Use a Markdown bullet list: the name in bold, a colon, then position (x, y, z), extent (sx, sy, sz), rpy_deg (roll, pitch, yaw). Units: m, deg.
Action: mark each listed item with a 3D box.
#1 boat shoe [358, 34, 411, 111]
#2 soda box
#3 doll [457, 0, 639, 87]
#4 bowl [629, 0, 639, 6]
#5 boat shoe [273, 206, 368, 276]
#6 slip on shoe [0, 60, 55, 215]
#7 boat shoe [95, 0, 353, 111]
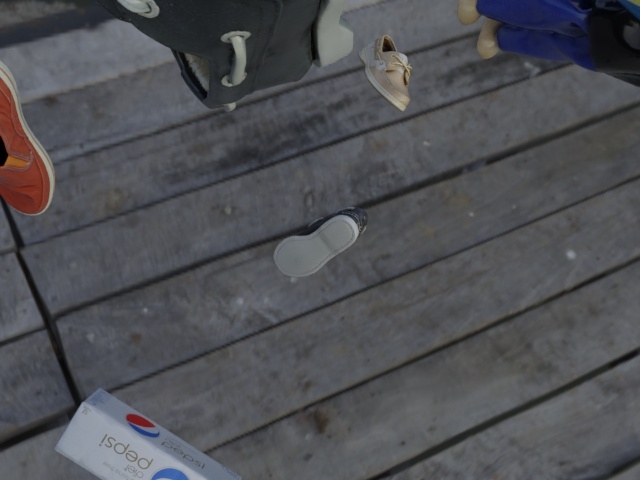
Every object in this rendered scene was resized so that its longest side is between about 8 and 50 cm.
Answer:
- **boat shoe**: position (0.102, -0.254, 1.297), extent (0.063, 0.059, 0.170), rpy_deg (32, 25, -36)
- **soda box**: position (-0.207, 0.273, 1.074), extent (0.216, 0.069, 0.074), rpy_deg (33, 96, 0)
- **doll**: position (0.169, -0.119, 0.497), extent (0.189, 0.129, 0.046), rpy_deg (21, 78, 37)
- **bowl**: position (0.251, -0.203, 0.375), extent (0.289, 0.156, 0.290), rpy_deg (2, 42, -1)
- **boat shoe**: position (0.000, 0.000, 0.916), extent (0.046, 0.125, 0.038), rpy_deg (54, 43, -2)
- **slip on shoe**: position (-0.494, -0.138, 1.341), extent (0.122, 0.331, 0.101), rpy_deg (13, 57, 7)
- **boat shoe**: position (-0.046, -0.112, 0.340), extent (0.091, 0.302, 0.114), rpy_deg (-29, 80, 2)
